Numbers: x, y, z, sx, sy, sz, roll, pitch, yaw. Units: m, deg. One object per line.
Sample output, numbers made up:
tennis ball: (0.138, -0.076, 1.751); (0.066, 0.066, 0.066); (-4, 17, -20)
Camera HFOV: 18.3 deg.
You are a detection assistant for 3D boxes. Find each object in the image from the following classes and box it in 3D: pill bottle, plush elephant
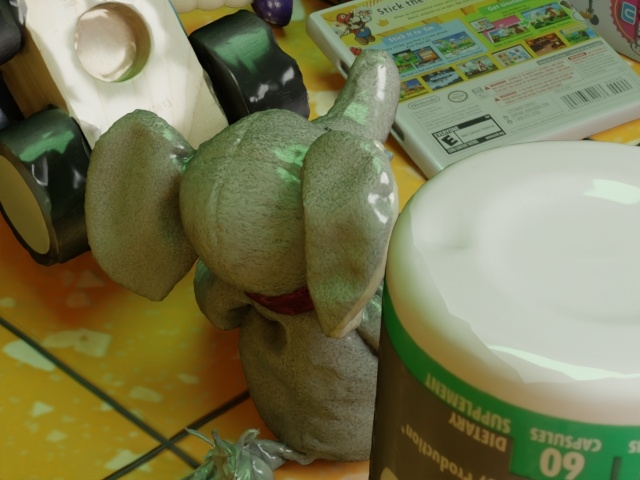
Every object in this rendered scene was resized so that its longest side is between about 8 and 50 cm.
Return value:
pill bottle: (0.124, 0.146, 1.036); (0.204, 0.361, 0.204); (1, 37, -1)
plush elephant: (0.000, 0.000, 1.295); (0.272, 0.255, 0.330); (17, 42, 32)

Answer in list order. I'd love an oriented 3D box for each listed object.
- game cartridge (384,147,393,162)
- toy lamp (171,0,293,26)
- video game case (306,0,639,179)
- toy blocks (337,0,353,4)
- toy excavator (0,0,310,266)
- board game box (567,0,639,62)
game cartridge: (0.010, -0.064, 1.595); (0.083, 0.017, 0.056); (15, 35, 16)
toy lamp: (-0.163, -0.205, 1.723); (0.275, 0.080, 0.080); (-6, 38, -14)
video game case: (0.135, -0.148, 1.674); (0.227, 0.026, 0.206); (-20, 55, -27)
toy blocks: (0.079, -0.364, 1.795); (0.381, 0.191, 0.261); (-37, 47, -2)
toy excavator: (-0.263, -0.195, 1.545); (0.222, 0.433, 0.445); (-31, 11, -23)
board game box: (0.337, -0.245, 1.791); (0.303, 0.097, 0.224); (32, 47, 32)
